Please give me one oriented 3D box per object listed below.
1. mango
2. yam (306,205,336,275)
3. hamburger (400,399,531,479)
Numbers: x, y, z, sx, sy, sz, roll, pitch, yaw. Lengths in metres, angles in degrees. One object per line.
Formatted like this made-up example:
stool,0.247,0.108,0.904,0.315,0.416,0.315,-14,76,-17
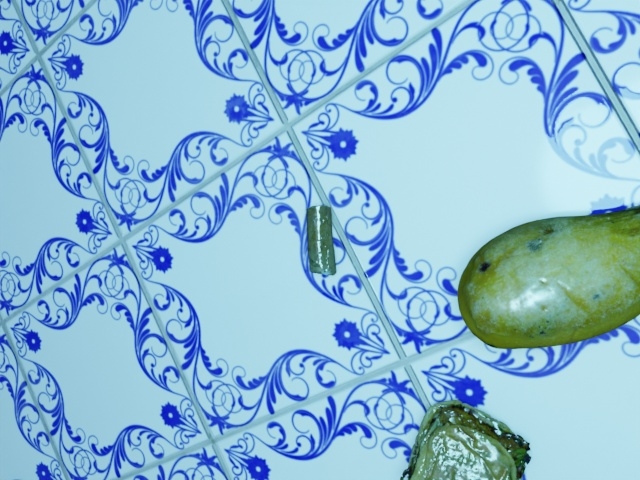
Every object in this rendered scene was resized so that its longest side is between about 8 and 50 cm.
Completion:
mango,0.368,0.056,0.859,0.330,0.175,0.176,-13,113,9
yam,0.000,0.000,1.083,0.054,0.054,0.132,-2,95,26
hamburger,0.243,0.388,0.984,0.183,0.130,0.206,23,87,20
